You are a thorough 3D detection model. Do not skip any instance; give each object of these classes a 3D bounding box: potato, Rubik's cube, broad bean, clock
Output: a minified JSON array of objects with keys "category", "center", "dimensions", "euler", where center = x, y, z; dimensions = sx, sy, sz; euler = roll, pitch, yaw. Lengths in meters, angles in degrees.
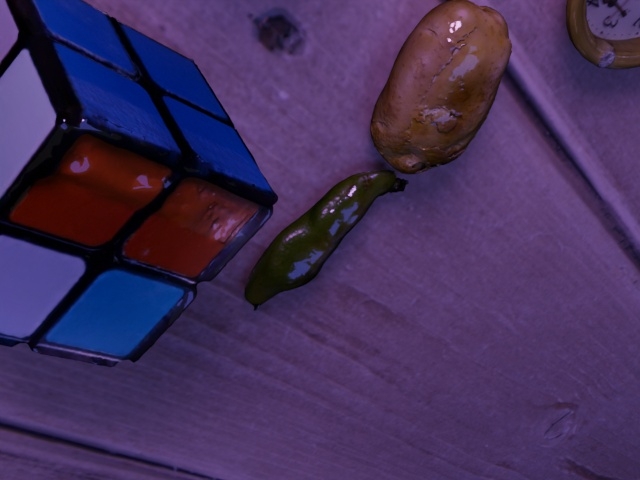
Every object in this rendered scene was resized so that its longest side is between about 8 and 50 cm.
[{"category":"potato","center":[0.103,-0.127,0.815],"dimensions":[0.107,0.080,0.170],"euler":[-16,140,-42]},{"category":"Rubik's cube","center":[-0.167,-0.042,0.636],"dimensions":[0.183,0.167,0.180],"euler":[21,119,-46]},{"category":"broad bean","center":[-0.002,-0.005,0.902],"dimensions":[0.195,0.046,0.061],"euler":[-39,140,5]},{"category":"clock","center":[0.307,-0.257,0.839],"dimensions":[0.237,0.057,0.237],"euler":[-20,143,-16]}]
